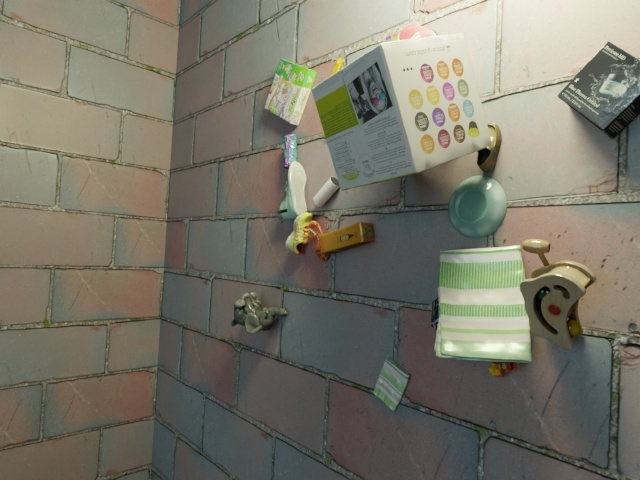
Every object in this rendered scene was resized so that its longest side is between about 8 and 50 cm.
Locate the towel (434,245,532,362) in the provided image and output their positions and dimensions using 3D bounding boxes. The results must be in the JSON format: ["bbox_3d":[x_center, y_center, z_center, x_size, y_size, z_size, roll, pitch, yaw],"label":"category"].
[{"bbox_3d":[0.447,0.171,1.250,0.247,0.038,0.325,-6,61,27],"label":"towel"}]

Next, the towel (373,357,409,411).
[{"bbox_3d":[0.245,0.505,1.564,0.113,0.023,0.152,33,111,45],"label":"towel"}]

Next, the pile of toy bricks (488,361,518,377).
[{"bbox_3d":[0.461,0.281,1.256,0.118,0.104,0.213,111,151,-71],"label":"pile of toy bricks"}]

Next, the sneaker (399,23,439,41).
[{"bbox_3d":[0.339,-0.629,1.476,0.116,0.136,0.314,-47,54,33],"label":"sneaker"}]

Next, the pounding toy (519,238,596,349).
[{"bbox_3d":[0.611,0.118,1.114,0.154,0.154,0.270,1,116,53],"label":"pounding toy"}]

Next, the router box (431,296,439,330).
[{"bbox_3d":[0.386,0.211,1.370,0.092,0.038,0.122,-48,10,33],"label":"router box"}]

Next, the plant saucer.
[{"bbox_3d":[0.467,-0.104,1.363,0.194,0.037,0.195,-4,84,47],"label":"plant saucer"}]

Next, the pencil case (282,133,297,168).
[{"bbox_3d":[-0.138,-0.405,2.027,0.064,0.070,0.152,-2,86,23],"label":"pencil case"}]

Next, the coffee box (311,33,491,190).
[{"bbox_3d":[0.233,-0.364,1.318,0.338,0.337,0.335,-5,104,57],"label":"coffee box"}]

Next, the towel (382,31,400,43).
[{"bbox_3d":[0.263,-0.736,1.662,0.083,0.009,0.060,-1,87,48],"label":"towel"}]

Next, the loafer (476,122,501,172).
[{"bbox_3d":[0.501,-0.280,1.331,0.056,0.050,0.148,5,90,48],"label":"loafer"}]

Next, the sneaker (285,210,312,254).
[{"bbox_3d":[-0.074,-0.030,1.929,0.094,0.081,0.209,43,124,32],"label":"sneaker"}]

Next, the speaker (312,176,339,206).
[{"bbox_3d":[0.024,-0.200,1.843,0.136,0.055,0.055,-47,55,35],"label":"speaker"}]

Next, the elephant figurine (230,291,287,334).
[{"bbox_3d":[-0.289,0.363,2.079,0.239,0.169,0.186,34,142,27],"label":"elephant figurine"}]

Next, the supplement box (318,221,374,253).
[{"bbox_3d":[0.099,-0.006,1.730,0.233,0.080,0.078,-18,74,47],"label":"supplement box"}]

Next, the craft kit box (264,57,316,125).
[{"bbox_3d":[-0.145,-0.693,2.074,0.246,0.060,0.250,37,114,40],"label":"craft kit box"}]

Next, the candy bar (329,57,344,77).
[{"bbox_3d":[0.054,-0.689,1.880,0.040,0.018,0.162,50,123,41],"label":"candy bar"}]

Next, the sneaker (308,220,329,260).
[{"bbox_3d":[0.000,0.000,1.858,0.064,0.067,0.175,-16,87,12],"label":"sneaker"}]

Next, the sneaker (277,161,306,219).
[{"bbox_3d":[-0.139,-0.217,1.996,0.151,0.094,0.256,-14,75,49],"label":"sneaker"}]

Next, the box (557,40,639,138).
[{"bbox_3d":[0.705,-0.364,1.085,0.158,0.093,0.156,-53,52,29],"label":"box"}]
